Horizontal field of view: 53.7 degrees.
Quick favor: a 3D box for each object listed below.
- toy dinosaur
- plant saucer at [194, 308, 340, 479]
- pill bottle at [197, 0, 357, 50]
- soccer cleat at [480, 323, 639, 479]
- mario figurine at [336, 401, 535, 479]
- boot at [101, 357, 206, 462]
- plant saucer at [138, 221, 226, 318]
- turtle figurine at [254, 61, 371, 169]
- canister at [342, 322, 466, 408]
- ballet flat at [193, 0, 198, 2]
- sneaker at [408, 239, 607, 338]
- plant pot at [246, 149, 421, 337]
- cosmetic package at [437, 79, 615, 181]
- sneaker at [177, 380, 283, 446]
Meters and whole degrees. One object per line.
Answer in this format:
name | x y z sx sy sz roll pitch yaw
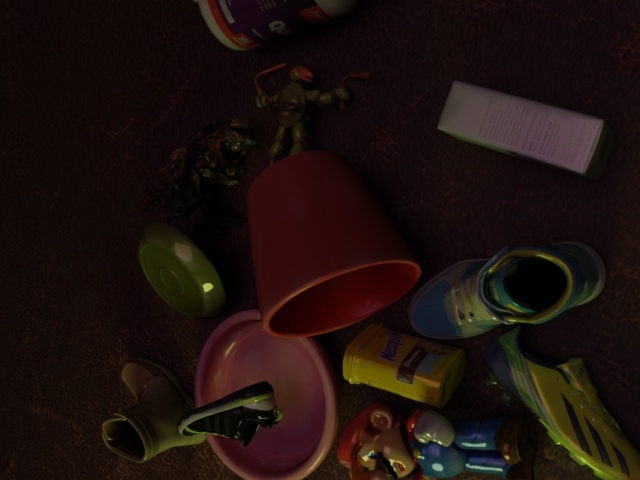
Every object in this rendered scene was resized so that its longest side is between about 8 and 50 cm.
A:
toy dinosaur | -0.250 -0.128 1.313 0.322 0.164 0.219 -41 53 45
plant saucer | -0.096 0.295 1.221 0.332 0.084 0.332 0 90 32
pill bottle | -0.055 -0.471 1.140 0.322 0.181 0.182 -7 86 32
soccer cleat | 0.369 0.241 0.922 0.289 0.093 0.121 41 99 24
mario figurine | 0.166 0.358 1.006 0.320 0.170 0.198 -8 87 31
boot | -0.382 0.351 1.329 0.262 0.203 0.095 37 108 25
plant saucer | -0.296 0.074 1.299 0.241 0.037 0.241 25 137 26
turtle figurine | -0.038 -0.235 1.184 0.269 0.087 0.218 9 94 32
canister | 0.141 0.205 1.047 0.169 0.126 0.073 12 115 30
ballet flat | -0.241 -0.625 1.323 0.077 0.091 0.241 1 94 10
sneaker | 0.240 0.078 0.935 0.319 0.208 0.127 -24 78 31
plant pot | 0.000 0.000 1.074 0.275 0.275 0.243 -35 61 27
cosmetic package | 0.307 -0.164 0.948 0.231 0.117 0.086 23 101 31
sneaker | -0.171 0.340 1.169 0.234 0.084 0.097 -30 76 29
